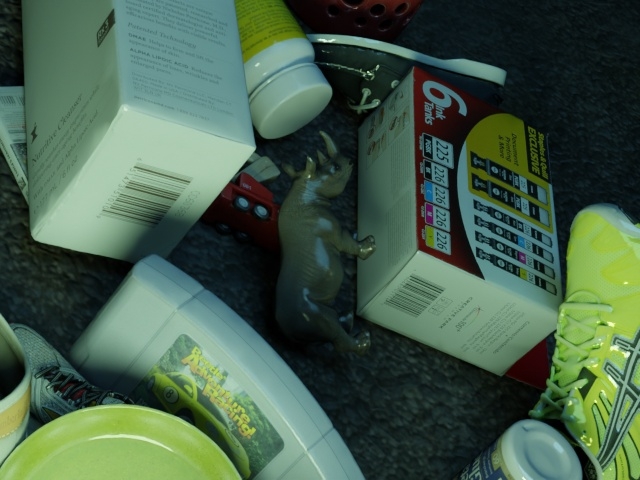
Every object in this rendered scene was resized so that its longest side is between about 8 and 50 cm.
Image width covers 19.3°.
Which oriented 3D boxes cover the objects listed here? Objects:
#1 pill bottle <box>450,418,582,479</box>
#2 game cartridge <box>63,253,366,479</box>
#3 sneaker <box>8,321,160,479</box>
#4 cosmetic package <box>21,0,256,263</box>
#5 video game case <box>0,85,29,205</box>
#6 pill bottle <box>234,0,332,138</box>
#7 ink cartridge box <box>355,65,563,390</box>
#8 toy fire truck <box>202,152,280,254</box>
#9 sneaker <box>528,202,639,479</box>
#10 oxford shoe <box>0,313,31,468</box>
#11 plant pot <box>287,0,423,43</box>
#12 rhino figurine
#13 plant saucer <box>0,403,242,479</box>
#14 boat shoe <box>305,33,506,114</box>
[{"bbox_3d":[0.179,0.262,1.903,0.094,0.169,0.094,23,42,-22],"label":"pill bottle"},{"bbox_3d":[-0.100,0.162,1.747,0.294,0.196,0.060,46,38,7],"label":"game cartridge"},{"bbox_3d":[-0.214,0.158,1.738,0.225,0.093,0.088,46,39,6],"label":"sneaker"},{"bbox_3d":[-0.198,-0.192,1.948,0.156,0.217,0.385,15,44,-30],"label":"cosmetic package"},{"bbox_3d":[-0.251,-0.093,1.998,0.190,0.022,0.173,-6,58,-43],"label":"video game case"},{"bbox_3d":[-0.080,-0.229,2.186,0.119,0.119,0.208,-13,62,-45],"label":"pill bottle"},{"bbox_3d":[0.187,-0.012,2.198,0.272,0.130,0.309,24,42,-22],"label":"ink cartridge box"},{"bbox_3d":[-0.079,-0.061,2.089,0.192,0.047,0.135,25,41,-21],"label":"toy fire truck"},{"bbox_3d":[0.305,0.152,2.019,0.147,0.145,0.385,-4,91,-37],"label":"sneaker"},{"bbox_3d":[-0.420,0.033,1.659,0.449,0.130,0.169,42,43,4],"label":"oxford shoe"},{"bbox_3d":[0.064,-0.363,2.390,0.191,0.174,0.191,22,45,-24],"label":"plant pot"},{"bbox_3d":[0.000,0.000,2.016,0.106,0.073,0.243,8,78,-29],"label":"rhino figurine"},{"bbox_3d":[-0.177,0.264,1.641,0.241,0.037,0.241,2,74,-8],"label":"plant saucer"},{"bbox_3d":[0.088,-0.189,2.302,0.302,0.114,0.091,8,88,-18],"label":"boat shoe"}]
